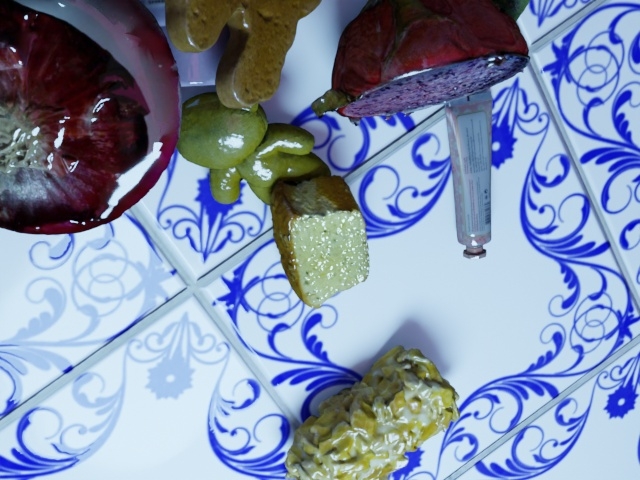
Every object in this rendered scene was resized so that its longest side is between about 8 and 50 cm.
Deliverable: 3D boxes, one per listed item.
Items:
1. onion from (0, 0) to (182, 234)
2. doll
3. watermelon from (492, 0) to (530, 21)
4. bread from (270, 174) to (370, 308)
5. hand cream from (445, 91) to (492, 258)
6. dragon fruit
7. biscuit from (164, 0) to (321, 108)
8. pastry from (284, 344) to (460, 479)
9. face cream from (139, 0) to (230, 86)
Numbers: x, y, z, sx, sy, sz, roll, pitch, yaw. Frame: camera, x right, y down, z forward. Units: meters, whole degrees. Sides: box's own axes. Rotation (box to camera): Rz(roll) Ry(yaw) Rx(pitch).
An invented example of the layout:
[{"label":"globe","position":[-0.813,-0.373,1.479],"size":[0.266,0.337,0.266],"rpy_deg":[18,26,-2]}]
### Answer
[{"label":"onion","position":[-0.256,-0.148,0.970],"size":[0.272,0.195,0.272],"rpy_deg":[3,112,7]},{"label":"doll","position":[-0.077,-0.105,1.118],"size":[0.137,0.097,0.209],"rpy_deg":[-26,142,24]},{"label":"watermelon","position":[0.204,-0.297,1.139],"size":[0.125,0.135,0.094],"rpy_deg":[52,51,-27]},{"label":"bread","position":[0.000,0.000,1.165],"size":[0.103,0.065,0.187],"rpy_deg":[-20,136,-13]},{"label":"hand cream","position":[0.188,-0.078,1.253],"size":[0.067,0.043,0.209],"rpy_deg":[-12,110,-19]},{"label":"dragon fruit","position":[0.102,-0.227,1.088],"size":[0.224,0.218,0.148],"rpy_deg":[-16,87,25]},{"label":"biscuit","position":[-0.056,-0.283,0.995],"size":[0.295,0.044,0.186],"rpy_deg":[-63,144,-21]},{"label":"pastry","position":[0.067,0.256,1.307],"size":[0.250,0.102,0.154],"rpy_deg":[-41,117,-3]},{"label":"face cream","position":[-0.139,-0.293,1.008],"size":[0.154,0.096,0.273],"rpy_deg":[-5,100,-17]}]
